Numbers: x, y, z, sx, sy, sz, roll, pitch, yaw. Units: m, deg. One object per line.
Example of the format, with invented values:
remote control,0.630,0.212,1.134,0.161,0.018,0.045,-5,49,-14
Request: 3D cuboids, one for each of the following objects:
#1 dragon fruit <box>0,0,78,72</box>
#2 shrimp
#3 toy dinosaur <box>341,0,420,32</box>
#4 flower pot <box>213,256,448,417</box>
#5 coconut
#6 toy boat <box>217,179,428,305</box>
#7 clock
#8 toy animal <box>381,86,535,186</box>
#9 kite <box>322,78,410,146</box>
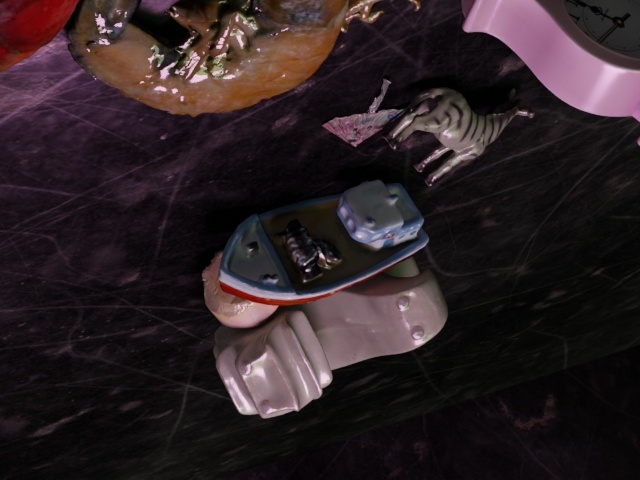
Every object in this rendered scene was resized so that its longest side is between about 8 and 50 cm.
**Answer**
dragon fruit,-0.363,-0.162,0.839,0.343,0.100,0.282,-3,155,-38
shrimp,-0.085,-0.249,0.939,0.272,0.085,0.445,-6,155,-21
toy dinosaur,0.053,-0.269,1.073,0.162,0.039,0.126,8,144,-42
flower pot,0.013,0.134,1.656,0.367,0.165,0.254,-26,-164,3
coconut,-0.118,0.073,1.573,0.116,0.116,0.122,-24,155,2
toy boat,0.000,0.000,1.476,0.331,0.145,0.133,-19,158,-26
clock,0.320,-0.275,1.143,0.290,0.275,0.080,-54,171,-31
toy animal,0.186,-0.158,1.403,0.176,0.073,0.217,-44,147,11
kite,0.064,-0.163,1.355,0.139,0.011,0.157,-15,157,-24
